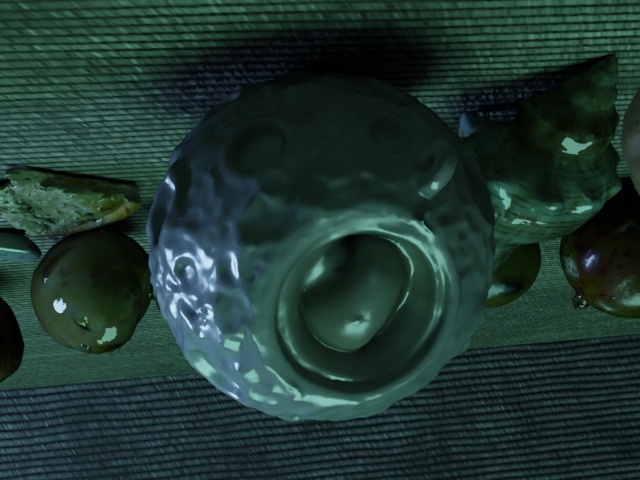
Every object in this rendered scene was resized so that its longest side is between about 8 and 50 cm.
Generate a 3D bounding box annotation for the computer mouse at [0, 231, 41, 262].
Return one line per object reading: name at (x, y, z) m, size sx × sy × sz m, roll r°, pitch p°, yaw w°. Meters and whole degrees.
computer mouse at (-0.421, 0.004, 1.795) m, size 0.110 × 0.032 × 0.056 m, roll 10°, pitch 159°, yaw -30°

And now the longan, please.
longan at (0.243, 0.022, 2.021) m, size 0.155 × 0.145 × 0.176 m, roll 19°, pitch -165°, yaw -34°

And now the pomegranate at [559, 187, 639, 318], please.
pomegranate at (0.467, 0.015, 1.960) m, size 0.246 × 0.198 × 0.198 m, roll -11°, pitch 167°, yaw 19°

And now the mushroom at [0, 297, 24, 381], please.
mushroom at (-0.618, 0.201, 2.060) m, size 0.345 × 0.259 × 0.345 m, roll -6°, pitch 169°, yaw -1°

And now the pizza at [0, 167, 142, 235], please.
pizza at (-0.314, -0.045, 1.615) m, size 0.181 × 0.034 × 0.262 m, roll -10°, pitch 168°, yaw 16°

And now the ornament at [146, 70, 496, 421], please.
ornament at (0.000, 0.000, 1.312) m, size 0.337 × 0.337 × 0.337 m, roll -7°, pitch 168°, yaw -1°

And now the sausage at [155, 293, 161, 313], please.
sausage at (-0.204, 0.066, 2.083) m, size 0.086 × 0.086 × 0.289 m, roll -4°, pitch 169°, yaw -14°

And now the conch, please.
conch at (0.204, -0.066, 1.494) m, size 0.386 × 0.169 × 0.203 m, roll -40°, pitch -175°, yaw 40°

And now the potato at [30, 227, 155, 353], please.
potato at (-0.296, 0.064, 1.786) m, size 0.165 × 0.165 × 0.262 m, roll -4°, pitch -177°, yaw -15°

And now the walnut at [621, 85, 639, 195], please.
walnut at (0.426, -0.109, 1.052) m, size 0.381 × 0.381 × 0.381 m, roll -7°, pitch 168°, yaw -1°
